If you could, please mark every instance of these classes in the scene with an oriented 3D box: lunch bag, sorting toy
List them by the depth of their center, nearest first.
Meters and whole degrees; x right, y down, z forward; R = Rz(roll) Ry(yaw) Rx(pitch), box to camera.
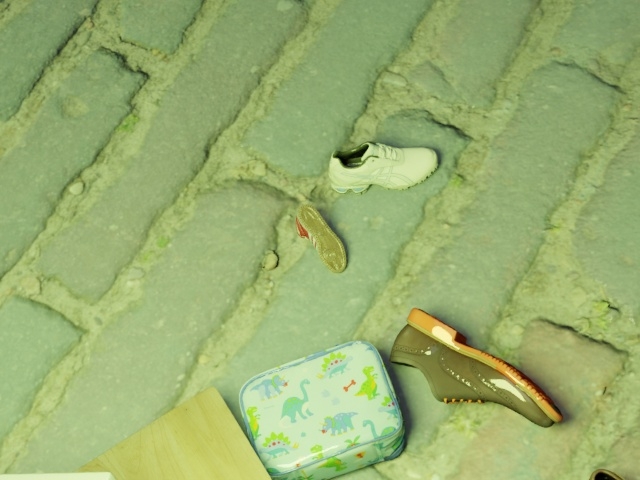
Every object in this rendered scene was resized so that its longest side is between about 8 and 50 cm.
[{"bbox_3d":[-0.193,0.365,1.865,0.255,0.089,0.257,-32,39,-6],"label":"sorting toy"},{"bbox_3d":[0.003,0.246,1.931,0.219,0.090,0.176,-20,58,-2],"label":"lunch bag"}]

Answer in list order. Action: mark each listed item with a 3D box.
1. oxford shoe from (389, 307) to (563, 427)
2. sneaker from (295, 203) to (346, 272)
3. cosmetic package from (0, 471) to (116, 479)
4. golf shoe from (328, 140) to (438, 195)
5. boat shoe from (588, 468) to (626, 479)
[{"bbox_3d":[0.219,0.202,1.930,0.271,0.097,0.098,32,89,31],"label":"oxford shoe"},{"bbox_3d":[0.000,0.000,2.121,0.042,0.067,0.118,-30,88,-11],"label":"sneaker"},{"bbox_3d":[-0.466,0.431,1.719,0.453,0.161,0.230,-5,44,18],"label":"cosmetic package"},{"bbox_3d":[0.099,-0.123,2.147,0.176,0.086,0.069,-13,55,1],"label":"golf shoe"},{"bbox_3d":[0.421,0.385,1.774,0.073,0.073,0.207,-37,60,-13],"label":"boat shoe"}]
